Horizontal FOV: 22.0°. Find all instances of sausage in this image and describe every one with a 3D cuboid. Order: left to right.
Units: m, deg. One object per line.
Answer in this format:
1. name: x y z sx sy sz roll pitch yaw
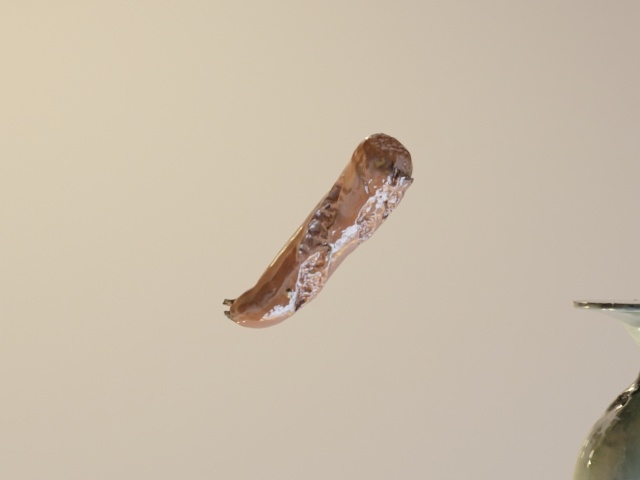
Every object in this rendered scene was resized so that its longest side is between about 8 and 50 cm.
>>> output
1. sausage: 0.000 0.000 0.957 0.042 0.158 0.036 43 -151 1

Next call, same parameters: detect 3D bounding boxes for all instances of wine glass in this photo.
1. wine glass: 0.177 0.132 0.871 0.093 0.093 0.202 1 -92 -15
